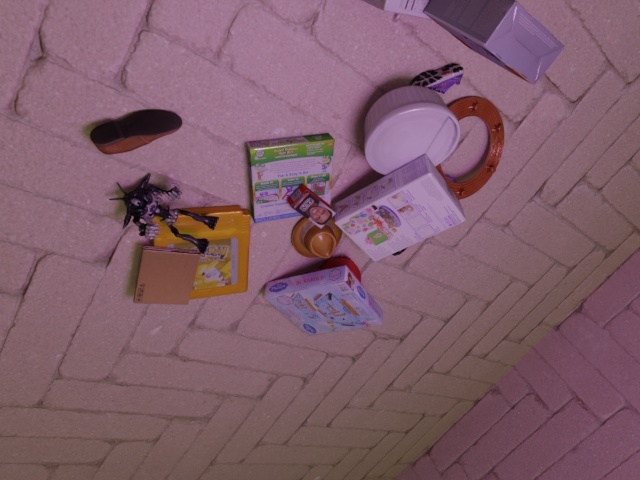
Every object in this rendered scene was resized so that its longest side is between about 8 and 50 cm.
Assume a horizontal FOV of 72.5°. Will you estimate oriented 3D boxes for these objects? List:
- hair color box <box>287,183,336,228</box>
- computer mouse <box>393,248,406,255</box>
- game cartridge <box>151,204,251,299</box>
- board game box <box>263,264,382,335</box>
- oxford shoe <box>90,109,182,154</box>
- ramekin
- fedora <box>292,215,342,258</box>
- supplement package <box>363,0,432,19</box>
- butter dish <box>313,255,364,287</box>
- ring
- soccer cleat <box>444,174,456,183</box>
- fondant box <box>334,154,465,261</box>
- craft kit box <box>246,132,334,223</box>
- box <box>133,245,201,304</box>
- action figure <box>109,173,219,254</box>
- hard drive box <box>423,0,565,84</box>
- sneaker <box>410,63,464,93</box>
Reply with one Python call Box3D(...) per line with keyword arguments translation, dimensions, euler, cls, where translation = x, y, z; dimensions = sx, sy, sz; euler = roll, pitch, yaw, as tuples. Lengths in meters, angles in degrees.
Box3D(translation=(-0.026, -0.102, 1.323), dimensions=(0.072, 0.043, 0.141), euler=(-46, 131, 13), cls="hair color box")
Box3D(translation=(0.264, -0.040, 1.551), dimensions=(0.272, 0.072, 0.188), euler=(28, 112, -37), cls="computer mouse")
Box3D(translation=(-0.362, 0.045, 1.352), dimensions=(0.285, 0.053, 0.324), euler=(-6, 128, -20), cls="game cartridge")
Box3D(translation=(0.017, 0.227, 1.560), dimensions=(0.317, 0.066, 0.319), euler=(-14, 137, 25), cls="board game box")
Box3D(translation=(-0.445, -0.264, 1.077), dimensions=(0.212, 0.076, 0.076), euler=(-18, 161, -14), cls="oxford shoe")
Box3D(translation=(0.249, -0.315, 1.248), dimensions=(0.272, 0.127, 0.273), euler=(-6, 148, -4), cls="ramekin")
Box3D(translation=(0.000, 0.000, 1.460), dimensions=(0.194, 0.079, 0.194), euler=(-12, 130, -15), cls="fedora")
Box3D(translation=(0.240, -0.629, 0.995), dimensions=(0.262, 0.199, 0.198), euler=(-3, 128, -23), cls="supplement package")
Box3D(translation=(0.080, 0.111, 1.566), dimensions=(0.160, 0.118, 0.160), euler=(-1, 144, 31), cls="butter dish")
Box3D(translation=(0.480, -0.292, 1.422), dimensions=(0.336, 0.032, 0.337), euler=(-12, 116, -25), cls="ring")
Box3D(translation=(0.354, -0.203, 1.463), dimensions=(0.247, 0.083, 0.095), euler=(-6, 123, -17), cls="soccer cleat")
Box3D(translation=(0.241, -0.088, 1.356), dimensions=(0.330, 0.096, 0.238), euler=(-28, 131, 26), cls="fondant box")
Box3D(translation=(-0.088, -0.183, 1.296), dimensions=(0.249, 0.061, 0.247), euler=(-10, 132, -17), cls="craft kit box")
Box3D(translation=(-0.462, 0.111, 1.314), dimensions=(0.164, 0.021, 0.201), euler=(6, 121, -28), cls="box")
Box3D(translation=(-0.411, -0.074, 1.151), dimensions=(0.275, 0.141, 0.164), euler=(25, 80, -20), cls="action figure")
Box3D(translation=(0.353, -0.440, 0.907), dimensions=(0.181, 0.232, 0.089), euler=(16, 122, -34), cls="hard drive box")
Box3D(translation=(0.343, -0.454, 1.270), dimensions=(0.169, 0.068, 0.071), euler=(-19, 137, -10), cls="sneaker")
